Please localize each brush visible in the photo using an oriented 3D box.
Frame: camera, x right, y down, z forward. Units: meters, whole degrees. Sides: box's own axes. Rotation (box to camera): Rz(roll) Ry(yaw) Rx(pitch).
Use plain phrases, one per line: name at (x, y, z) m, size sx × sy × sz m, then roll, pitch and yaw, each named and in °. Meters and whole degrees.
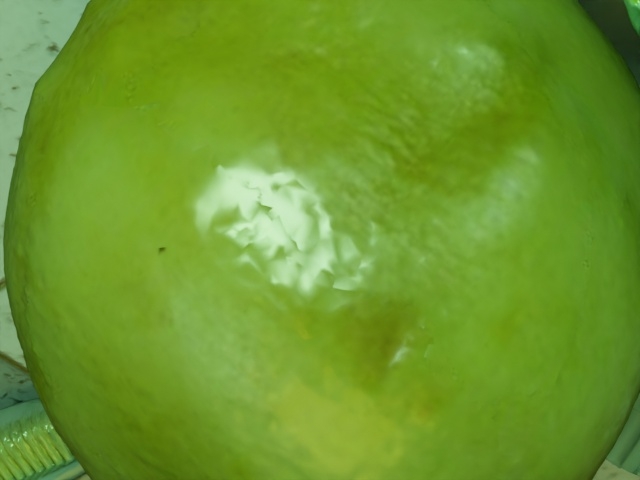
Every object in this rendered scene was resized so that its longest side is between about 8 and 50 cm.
brush at (-0.156, 0.121, 1.197) m, size 0.297 × 0.068 × 0.060 m, roll -22°, pitch 107°, yaw 22°

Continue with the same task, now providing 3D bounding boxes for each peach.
peach at (0.001, 0.008, 0.883) m, size 0.315 × 0.314 × 0.281 m, roll 35°, pitch 157°, yaw 1°

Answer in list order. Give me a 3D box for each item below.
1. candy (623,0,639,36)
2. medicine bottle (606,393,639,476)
candy at (0.159, -0.086, 0.813) m, size 0.073 × 0.262 × 0.077 m, roll -23°, pitch 165°, yaw 1°
medicine bottle at (0.233, -0.016, 0.923) m, size 0.158 × 0.158 × 0.318 m, roll 15°, pitch 135°, yaw -7°
